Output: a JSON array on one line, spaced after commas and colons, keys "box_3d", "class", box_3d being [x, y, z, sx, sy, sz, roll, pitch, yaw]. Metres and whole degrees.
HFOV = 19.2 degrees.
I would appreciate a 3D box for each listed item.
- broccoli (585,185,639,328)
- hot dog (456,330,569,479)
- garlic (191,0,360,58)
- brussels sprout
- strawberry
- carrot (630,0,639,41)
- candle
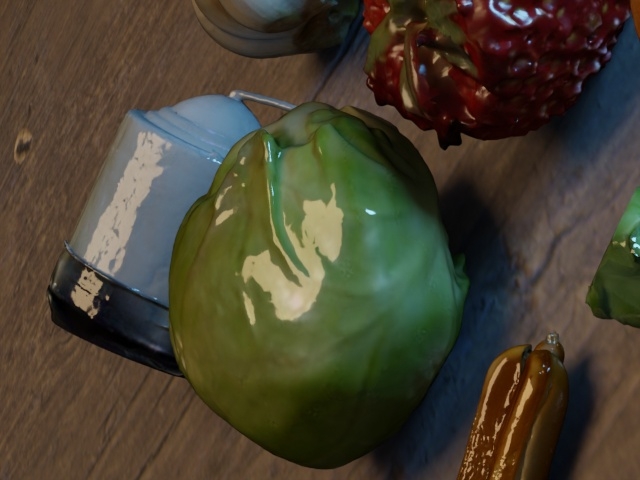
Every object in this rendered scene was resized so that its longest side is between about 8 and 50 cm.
[{"box_3d": [0.286, 0.026, 1.109, 0.269, 0.241, 0.261, -55, -21, -55], "class": "broccoli"}, {"box_3d": [0.148, 0.183, 1.486, 0.092, 0.062, 0.236, 28, 101, 67], "class": "hot dog"}, {"box_3d": [-0.068, -0.304, 2.103, 0.184, 0.281, 0.203, -21, 79, 16], "class": "garlic"}, {"box_3d": [0.001, 0.048, 1.702, 0.328, 0.247, 0.328, -23, 56, 39], "class": "brussels sprout"}, {"box_3d": [0.161, -0.214, 1.604, 0.261, 0.257, 0.261, 21, 113, 61], "class": "strawberry"}, {"box_3d": [0.354, -0.211, 1.158, 0.214, 0.193, 0.331, -55, 11, -23], "class": "carrot"}, {"box_3d": [-0.158, -0.026, 2.135, 0.343, 0.221, 0.221, -66, 23, 5], "class": "candle"}]
